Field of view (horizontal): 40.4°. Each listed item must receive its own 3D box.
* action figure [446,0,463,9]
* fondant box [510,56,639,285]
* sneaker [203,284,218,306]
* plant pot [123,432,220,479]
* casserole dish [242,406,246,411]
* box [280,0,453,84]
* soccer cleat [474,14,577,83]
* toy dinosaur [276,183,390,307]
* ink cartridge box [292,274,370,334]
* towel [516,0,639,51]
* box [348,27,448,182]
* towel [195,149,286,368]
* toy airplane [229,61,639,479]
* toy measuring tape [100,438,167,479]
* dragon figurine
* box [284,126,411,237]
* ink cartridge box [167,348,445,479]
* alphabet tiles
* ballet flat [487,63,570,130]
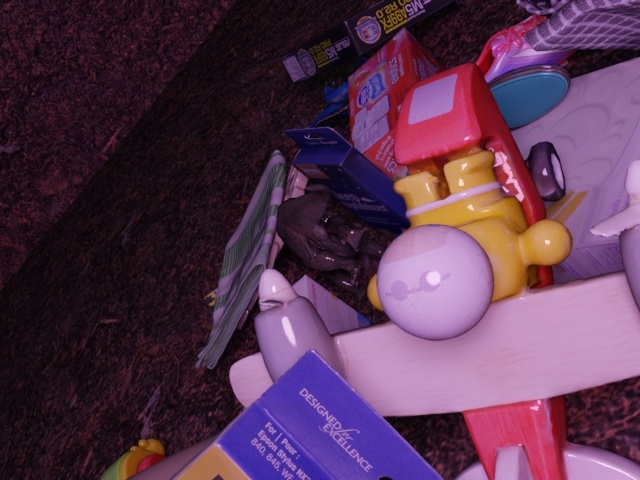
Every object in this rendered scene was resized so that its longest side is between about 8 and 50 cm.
[{"bbox_3d":[0.247,-0.548,1.531,0.164,0.141,0.275,-33,32,56],"label":"action figure"},{"bbox_3d":[0.267,-0.060,0.952,0.330,0.096,0.238,-12,47,54],"label":"fondant box"},{"bbox_3d":[-0.175,0.088,1.553,0.083,0.031,0.035,-26,26,32],"label":"sneaker"},{"bbox_3d":[-0.074,0.304,0.929,0.274,0.256,0.256,-37,26,-6],"label":"plant pot"},{"bbox_3d":[-0.061,0.233,1.188,0.114,0.037,0.188,-27,37,41],"label":"casserole dish"},{"bbox_3d":[0.076,-0.360,1.482,0.216,0.060,0.270,-33,12,-22],"label":"box"},{"bbox_3d":[0.284,-0.268,1.174,0.248,0.095,0.083,-43,28,19],"label":"soccer cleat"},{"bbox_3d":[0.000,0.000,1.185,0.160,0.313,0.121,23,87,25],"label":"toy dinosaur"},{"bbox_3d":[-0.010,0.123,1.118,0.090,0.143,0.092,-41,28,22],"label":"ink cartridge box"},{"bbox_3d":[0.361,-0.256,0.856,0.235,0.284,0.121,7,101,59],"label":"towel"},{"bbox_3d":[0.128,-0.186,1.295,0.128,0.123,0.256,-38,30,26],"label":"box"},{"bbox_3d":[-0.122,0.024,1.398,0.324,0.038,0.247,-82,18,-54],"label":"towel"},{"bbox_3d":[0.129,0.074,0.713,0.384,0.272,0.386,37,98,31],"label":"toy airplane"},{"bbox_3d":[-0.258,0.400,1.216,0.121,0.121,0.330,-42,28,21],"label":"toy measuring tape"},{"bbox_3d":[0.065,-0.246,1.497,0.289,0.085,0.144,-39,20,10],"label":"dragon figurine"},{"bbox_3d":[0.053,-0.071,1.160,0.036,0.225,0.136,-58,26,-12],"label":"box"},{"bbox_3d":[-0.005,0.289,0.702,0.307,0.303,0.072,-46,-2,32],"label":"ink cartridge box"},{"bbox_3d":[-0.077,-0.003,1.402,0.284,0.021,0.277,121,167,-47],"label":"alphabet tiles"},{"bbox_3d":[0.195,-0.152,1.001,0.203,0.074,0.074,-35,32,36],"label":"ballet flat"}]
